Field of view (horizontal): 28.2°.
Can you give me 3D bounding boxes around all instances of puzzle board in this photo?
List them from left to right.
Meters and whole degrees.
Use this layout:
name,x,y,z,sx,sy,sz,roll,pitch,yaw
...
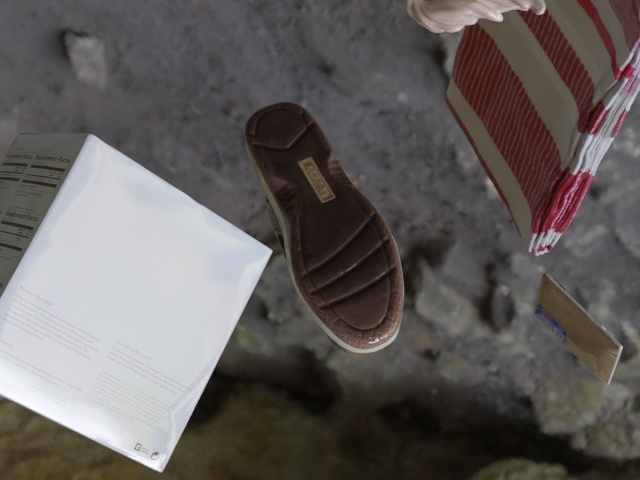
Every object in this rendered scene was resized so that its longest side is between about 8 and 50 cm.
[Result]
name,x,y,z,sx,sy,sz,roll,pitch,yaw
puzzle board,0.305,0.104,1.512,0.128,0.011,0.096,48,161,26

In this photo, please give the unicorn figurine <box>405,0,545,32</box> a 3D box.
name,x,y,z,sx,sy,sz,roll,pitch,yaw
unicorn figurine,0.043,-0.173,0.594,0.111,0.162,0.060,-15,172,39

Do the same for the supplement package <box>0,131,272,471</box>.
name,x,y,z,sx,sy,sz,roll,pitch,yaw
supplement package,-0.188,0.046,1.034,0.194,0.203,0.149,34,166,-32

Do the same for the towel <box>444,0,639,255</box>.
name,x,y,z,sx,sy,sz,roll,pitch,yaw
towel,0.199,-0.172,1.155,0.037,0.237,0.329,-8,143,-21

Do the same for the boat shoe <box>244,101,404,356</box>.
name,x,y,z,sx,sy,sz,roll,pitch,yaw
boat shoe,0.008,-0.003,1.136,0.095,0.257,0.095,-16,150,-7
